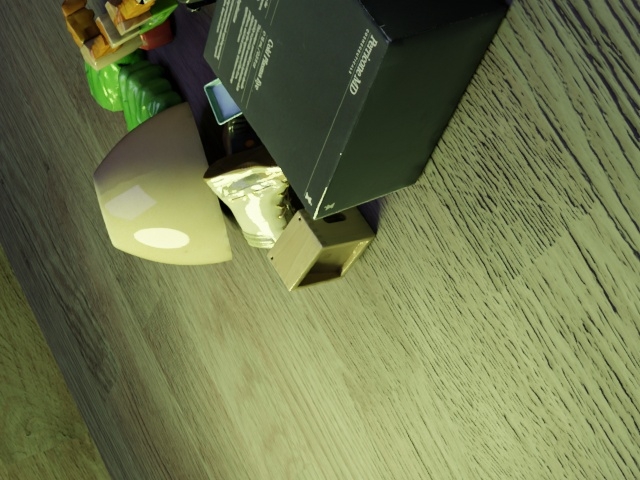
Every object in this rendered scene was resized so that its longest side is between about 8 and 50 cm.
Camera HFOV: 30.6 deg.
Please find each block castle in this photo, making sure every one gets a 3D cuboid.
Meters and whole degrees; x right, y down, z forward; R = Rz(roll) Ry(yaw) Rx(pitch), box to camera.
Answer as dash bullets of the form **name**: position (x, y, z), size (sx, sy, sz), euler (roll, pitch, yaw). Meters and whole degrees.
- **block castle**: position (-0.312, -0.487, 1.894), size (0.303, 0.213, 0.453), euler (59, 158, -5)

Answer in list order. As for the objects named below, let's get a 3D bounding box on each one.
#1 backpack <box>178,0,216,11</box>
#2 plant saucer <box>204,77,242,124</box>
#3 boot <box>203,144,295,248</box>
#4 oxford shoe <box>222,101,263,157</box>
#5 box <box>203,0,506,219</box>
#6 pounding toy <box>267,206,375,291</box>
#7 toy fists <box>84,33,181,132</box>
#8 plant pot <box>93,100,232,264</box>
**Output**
- **backpack**: position (-0.114, -0.403, 1.631), size (0.152, 0.182, 0.115), euler (-17, 96, 49)
- **plant saucer**: position (-0.090, -0.242, 1.767), size (0.192, 0.018, 0.067), euler (-23, 87, 30)
- **boot**: position (-0.060, -0.070, 1.843), size (0.213, 0.077, 0.165), euler (-12, 124, 30)
- **oxford shoe**: position (-0.123, -0.196, 1.880), size (0.096, 0.083, 0.227), euler (-119, 33, -42)
- **box**: position (0.025, -0.261, 1.486), size (0.312, 0.179, 0.343), euler (57, 149, 23)
- **pounding toy**: position (0.000, 0.000, 1.761), size (0.100, 0.141, 0.130), euler (57, 134, 22)
- **toy fists**: position (-0.355, -0.295, 2.195), size (0.279, 0.096, 0.142), euler (45, 152, 35)
- **plant pot**: position (-0.280, -0.076, 2.007), size (0.284, 0.191, 0.284), euler (164, 90, -84)
